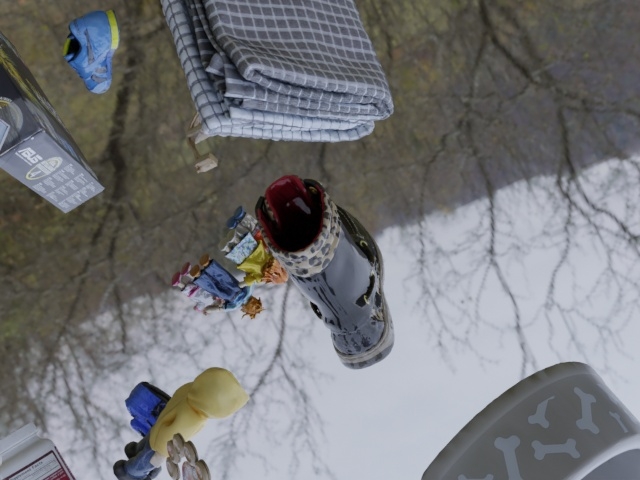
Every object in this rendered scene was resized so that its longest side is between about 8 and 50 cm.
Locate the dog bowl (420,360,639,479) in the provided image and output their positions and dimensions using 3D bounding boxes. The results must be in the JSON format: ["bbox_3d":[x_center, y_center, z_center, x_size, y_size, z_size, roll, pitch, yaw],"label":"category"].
[{"bbox_3d":[0.212,0.296,0.969,0.349,0.349,0.102,-26,-135,-28],"label":"dog bowl"}]

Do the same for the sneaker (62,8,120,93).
[{"bbox_3d":[-0.365,-0.290,1.466,0.082,0.069,0.209,-15,167,-22],"label":"sneaker"}]

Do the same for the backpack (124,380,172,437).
[{"bbox_3d":[-0.354,0.357,1.968,0.101,0.120,0.098,-48,179,-14],"label":"backpack"}]

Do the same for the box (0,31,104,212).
[{"bbox_3d":[-0.500,-0.225,1.490,0.097,0.318,0.395,-32,172,-5],"label":"box"}]

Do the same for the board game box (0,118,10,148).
[{"bbox_3d":[-0.401,-0.071,0.668,0.066,0.318,0.318,-29,-144,26],"label":"board game box"}]

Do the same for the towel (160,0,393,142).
[{"bbox_3d":[-0.051,-0.261,1.257,0.283,0.235,0.121,0,152,-40],"label":"towel"}]

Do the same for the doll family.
[{"bbox_3d":[-0.161,0.074,1.861,0.263,0.163,0.118,-45,-150,13],"label":"doll family"}]

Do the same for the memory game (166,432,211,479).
[{"bbox_3d":[-0.183,0.368,1.365,0.012,0.186,0.186,-16,178,-29],"label":"memory game"}]

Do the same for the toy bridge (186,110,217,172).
[{"bbox_3d":[-0.204,-0.190,1.646,0.063,0.026,0.188,-22,-133,27],"label":"toy bridge"}]

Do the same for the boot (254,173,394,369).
[{"bbox_3d":[0.000,0.000,1.573,0.138,0.284,0.377,-23,-139,11],"label":"boot"}]

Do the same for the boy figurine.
[{"bbox_3d":[-0.232,0.310,1.611,0.285,0.092,0.177,-43,-171,21],"label":"boy figurine"}]

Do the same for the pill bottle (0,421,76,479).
[{"bbox_3d":[-0.400,0.339,1.342,0.086,0.152,0.086,-31,179,-1],"label":"pill bottle"}]
